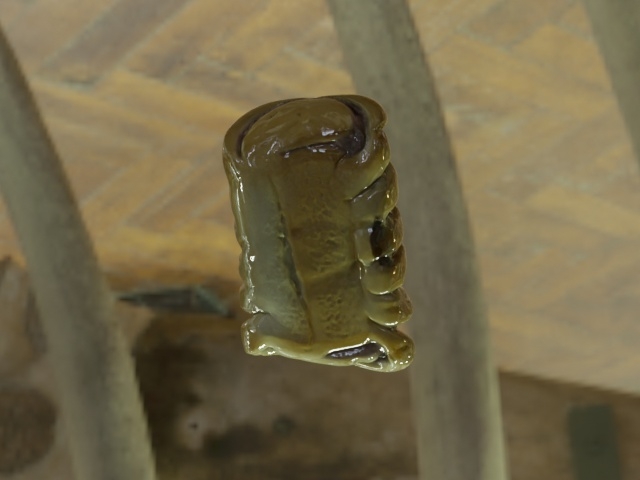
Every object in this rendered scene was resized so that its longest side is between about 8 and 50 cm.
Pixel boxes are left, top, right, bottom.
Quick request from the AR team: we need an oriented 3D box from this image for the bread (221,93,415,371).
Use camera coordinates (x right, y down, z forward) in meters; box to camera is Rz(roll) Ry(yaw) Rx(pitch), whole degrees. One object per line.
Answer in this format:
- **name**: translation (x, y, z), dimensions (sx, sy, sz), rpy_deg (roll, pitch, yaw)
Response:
- **bread**: translation (0.000, 0.000, 1.225), dimensions (0.134, 0.081, 0.225), rpy_deg (-4, 113, 4)
